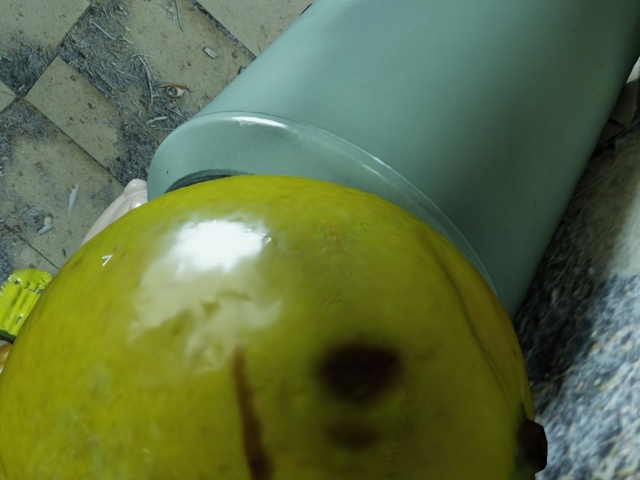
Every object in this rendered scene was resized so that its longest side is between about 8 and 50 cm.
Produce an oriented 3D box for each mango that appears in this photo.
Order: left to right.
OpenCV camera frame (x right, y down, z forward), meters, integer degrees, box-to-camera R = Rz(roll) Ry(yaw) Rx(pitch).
[{"bbox_3d":[-0.077,0.153,0.589,0.445,0.301,0.220,-39,-11,29],"label":"mango"}]

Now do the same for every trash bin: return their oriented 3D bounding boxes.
[{"bbox_3d":[0.069,-0.073,0.815,0.280,0.280,0.432,-28,21,53],"label":"trash bin"}]

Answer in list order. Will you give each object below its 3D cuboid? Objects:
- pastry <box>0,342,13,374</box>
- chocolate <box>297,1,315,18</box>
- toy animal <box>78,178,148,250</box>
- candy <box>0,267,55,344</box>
[{"bbox_3d":[-0.317,0.279,1.047,0.409,0.245,0.409,-42,16,15],"label":"pastry"},{"bbox_3d":[0.071,-0.312,1.596,0.283,0.186,0.283,-44,14,14],"label":"chocolate"},{"bbox_3d":[-0.162,0.057,1.167,0.210,0.221,0.229,-136,55,-70],"label":"toy animal"},{"bbox_3d":[-0.158,0.099,0.987,0.081,0.297,0.187,-64,12,12],"label":"candy"}]
